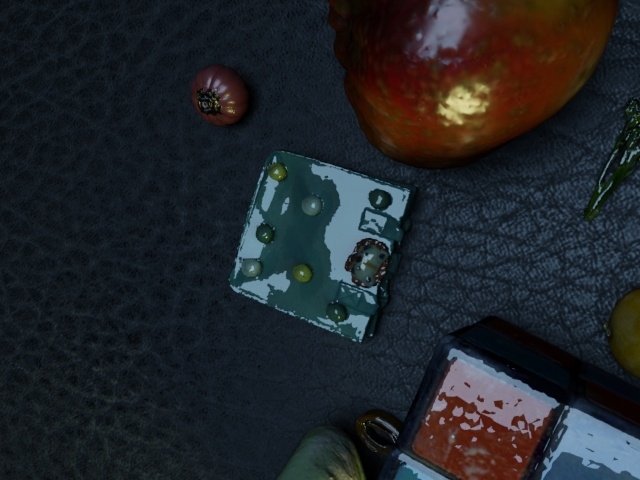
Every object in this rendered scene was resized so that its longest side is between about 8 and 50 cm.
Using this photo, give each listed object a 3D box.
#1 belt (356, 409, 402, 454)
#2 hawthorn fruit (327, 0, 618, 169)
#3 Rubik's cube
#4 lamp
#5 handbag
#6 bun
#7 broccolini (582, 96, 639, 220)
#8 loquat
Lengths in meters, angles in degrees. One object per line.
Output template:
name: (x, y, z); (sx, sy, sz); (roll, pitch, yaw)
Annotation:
belt: (0.099, 0.310, 1.178); (0.083, 0.036, 0.059); (29, 106, 21)
hawthorn fruit: (0.206, -0.306, 0.988); (0.403, 0.403, 0.403); (-1, 88, 23)
Rubik's cube: (0.269, 0.309, 0.956); (0.318, 0.313, 0.316); (25, 98, 20)
lamp: (-0.176, -0.253, 1.276); (0.107, 0.092, 0.107); (17, 127, 24)
handbag: (-0.004, -0.001, 1.194); (0.274, 0.100, 0.269); (21, 96, 22)
bun: (-0.010, 0.434, 1.096); (0.187, 0.293, 0.293); (34, 102, 6)
broccolini: (0.437, -0.118, 1.053); (0.074, 0.058, 0.201); (43, 120, 32)
loquat: (0.458, 0.127, 0.983); (0.141, 0.141, 0.141); (-1, 88, 23)
